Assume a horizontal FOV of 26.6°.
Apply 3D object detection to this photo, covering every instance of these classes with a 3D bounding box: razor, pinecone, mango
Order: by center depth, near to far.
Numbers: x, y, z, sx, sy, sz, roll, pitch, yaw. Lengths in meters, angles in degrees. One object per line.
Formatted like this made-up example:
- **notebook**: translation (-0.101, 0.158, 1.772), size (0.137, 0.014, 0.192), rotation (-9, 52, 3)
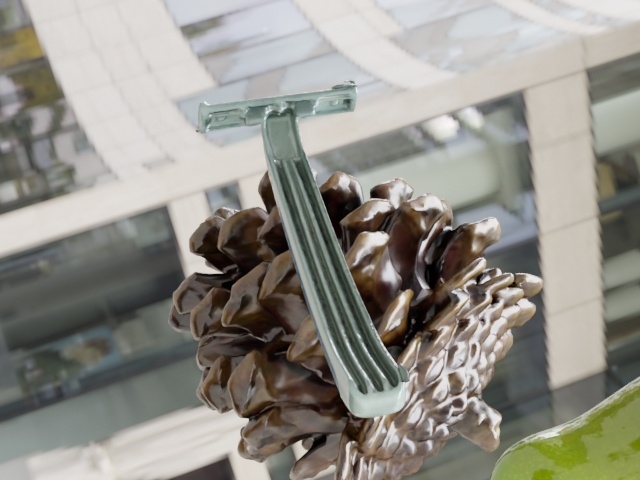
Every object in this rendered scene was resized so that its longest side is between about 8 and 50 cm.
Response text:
- **razor**: translation (0.000, 0.003, 0.500), size (0.191, 0.068, 0.037), rotation (-110, -167, -51)
- **pinecone**: translation (0.007, 0.046, 0.763), size (0.212, 0.185, 0.169), rotation (15, -62, 39)
- **mango**: translation (0.287, 0.189, 1.136), size (0.143, 0.293, 0.175), rotation (-111, -176, -59)
